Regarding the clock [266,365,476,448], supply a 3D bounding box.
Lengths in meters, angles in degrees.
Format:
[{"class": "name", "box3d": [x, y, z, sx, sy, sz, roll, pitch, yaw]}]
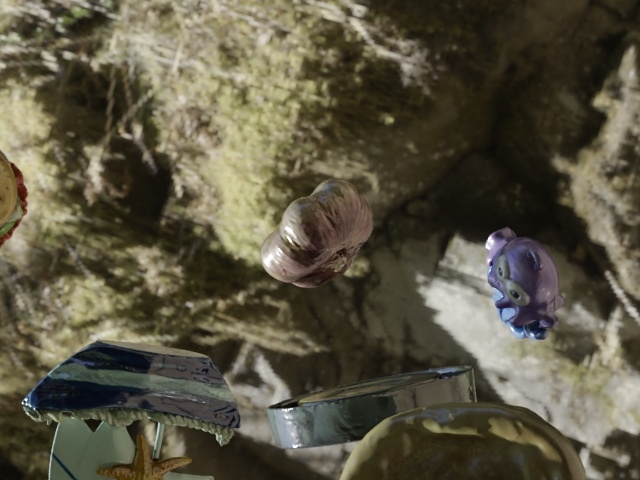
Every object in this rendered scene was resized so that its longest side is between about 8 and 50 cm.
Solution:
[{"class": "clock", "box3d": [0.078, 0.248, 1.621, 0.319, 0.319, 0.066, 9, -111, -76]}]

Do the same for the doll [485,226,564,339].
[{"class": "doll", "box3d": [0.197, 0.049, 1.064, 0.067, 0.110, 0.206, -26, -20, -7]}]

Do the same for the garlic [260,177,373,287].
[{"class": "garlic", "box3d": [0.000, 0.000, 1.413, 0.159, 0.102, 0.147, -40, -24, 3]}]

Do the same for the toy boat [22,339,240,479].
[{"class": "toy boat", "box3d": [-0.202, 0.249, 1.093, 0.067, 0.220, 0.291, -155, 76, -74]}]

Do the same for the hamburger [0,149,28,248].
[{"class": "hamburger", "box3d": [-0.506, -0.070, 1.544, 0.137, 0.175, 0.175, 134, 160, -71]}]

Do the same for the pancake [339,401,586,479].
[{"class": "pancake", "box3d": [0.141, 0.291, 1.132, 0.294, 0.294, 0.049, -67, -30, -21]}]
